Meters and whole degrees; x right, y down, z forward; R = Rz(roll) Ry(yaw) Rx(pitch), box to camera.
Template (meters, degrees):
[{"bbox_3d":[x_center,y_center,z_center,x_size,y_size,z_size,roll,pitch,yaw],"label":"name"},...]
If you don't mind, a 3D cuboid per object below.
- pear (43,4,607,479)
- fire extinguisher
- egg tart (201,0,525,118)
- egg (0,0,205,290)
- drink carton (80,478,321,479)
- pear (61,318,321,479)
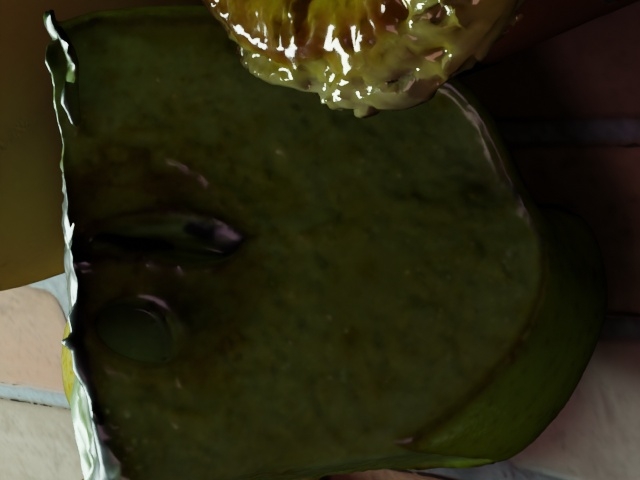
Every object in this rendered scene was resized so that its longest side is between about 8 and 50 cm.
[{"bbox_3d":[0.000,0.000,0.949,0.164,0.256,0.238,94,167,-77],"label":"pear"},{"bbox_3d":[0.106,-0.119,0.863,0.062,0.050,0.177,40,149,-19],"label":"fire extinguisher"},{"bbox_3d":[0.043,-0.189,0.810,0.295,0.116,0.294,-7,82,58],"label":"egg tart"},{"bbox_3d":[-0.170,-0.081,1.092,0.201,0.244,0.201,21,152,12],"label":"egg"},{"bbox_3d":[0.002,0.263,1.162,0.351,0.155,0.111,42,141,27],"label":"drink carton"},{"bbox_3d":[-0.062,0.066,1.111,0.178,0.178,0.178,30,134,37],"label":"pear"}]
